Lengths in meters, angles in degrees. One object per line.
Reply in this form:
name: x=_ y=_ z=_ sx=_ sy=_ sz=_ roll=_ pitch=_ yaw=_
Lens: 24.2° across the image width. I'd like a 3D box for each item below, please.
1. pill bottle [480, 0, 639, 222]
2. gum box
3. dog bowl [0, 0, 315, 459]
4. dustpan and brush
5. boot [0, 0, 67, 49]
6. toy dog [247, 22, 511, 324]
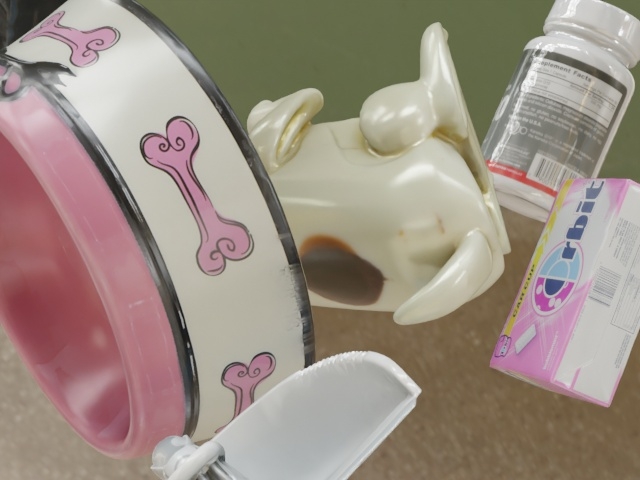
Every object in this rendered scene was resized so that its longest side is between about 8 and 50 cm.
pill bottle: x=0.325 y=-0.175 z=2.019 sx=0.161 sy=0.161 sz=0.283 roll=20 pitch=84 yaw=36
gum box: x=0.223 y=0.035 z=1.252 sx=0.188 sy=0.062 sz=0.107 roll=-68 pitch=21 yaw=-5
dog bowl: x=-0.181 y=0.004 z=1.266 sx=0.150 sy=0.408 sz=0.408 roll=-27 pitch=44 yaw=-25
dustpan and brush: x=-0.043 y=0.096 z=0.578 sx=0.147 sy=0.211 sz=0.060 roll=-44 pitch=86 yaw=-11
boot: x=-0.230 y=-0.402 z=1.629 sx=0.146 sy=0.445 sz=0.367 roll=38 pitch=45 yaw=27
toy dog: x=0.000 y=0.000 z=1.717 sx=0.408 sy=0.284 sz=0.395 roll=-16 pitch=47 yaw=11
